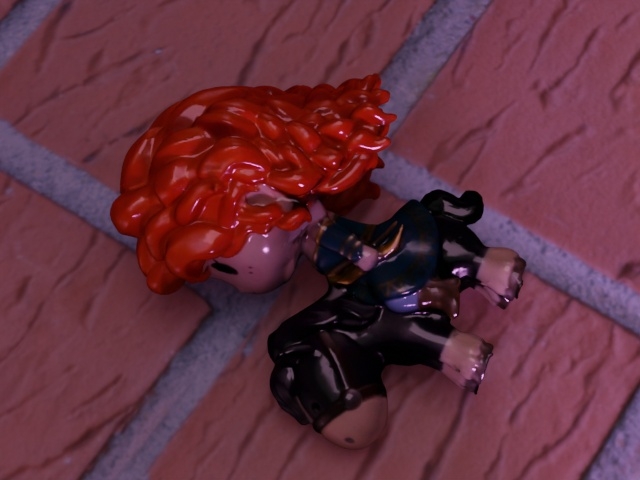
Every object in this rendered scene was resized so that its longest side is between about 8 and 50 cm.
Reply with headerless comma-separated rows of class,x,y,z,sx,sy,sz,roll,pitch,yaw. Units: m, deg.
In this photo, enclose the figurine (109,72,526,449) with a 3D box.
figurine,0.003,0.011,1.611,0.306,0.241,0.412,-40,87,8
